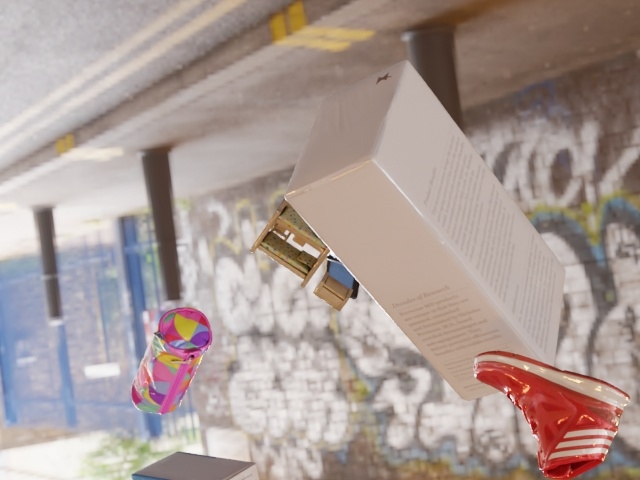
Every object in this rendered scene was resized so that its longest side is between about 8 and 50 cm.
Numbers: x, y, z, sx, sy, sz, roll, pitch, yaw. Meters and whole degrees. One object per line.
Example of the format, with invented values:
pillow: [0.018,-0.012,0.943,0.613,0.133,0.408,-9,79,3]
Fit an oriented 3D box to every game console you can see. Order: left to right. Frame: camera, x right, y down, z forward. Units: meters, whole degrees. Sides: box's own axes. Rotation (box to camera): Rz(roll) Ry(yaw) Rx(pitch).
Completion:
game console: [0.028,0.053,2.324,0.107,0.071,0.122,45,162,-32]

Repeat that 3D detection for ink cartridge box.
ink cartridge box: [-0.210,0.567,2.113,0.223,0.308,0.129,-2,-168,40]

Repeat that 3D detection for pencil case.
pencil case: [-0.257,0.211,1.949,0.104,0.104,0.236,-7,148,-27]

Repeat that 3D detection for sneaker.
sneaker: [0.261,0.216,1.396,0.087,0.128,0.221,29,167,-37]

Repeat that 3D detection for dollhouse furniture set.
dollhouse furniture set: [0.000,0.000,1.921,0.101,0.182,0.161,-55,-177,26]

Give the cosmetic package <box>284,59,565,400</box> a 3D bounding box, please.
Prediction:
cosmetic package: [0.166,-0.005,1.634,0.161,0.453,0.230,-22,-148,34]
